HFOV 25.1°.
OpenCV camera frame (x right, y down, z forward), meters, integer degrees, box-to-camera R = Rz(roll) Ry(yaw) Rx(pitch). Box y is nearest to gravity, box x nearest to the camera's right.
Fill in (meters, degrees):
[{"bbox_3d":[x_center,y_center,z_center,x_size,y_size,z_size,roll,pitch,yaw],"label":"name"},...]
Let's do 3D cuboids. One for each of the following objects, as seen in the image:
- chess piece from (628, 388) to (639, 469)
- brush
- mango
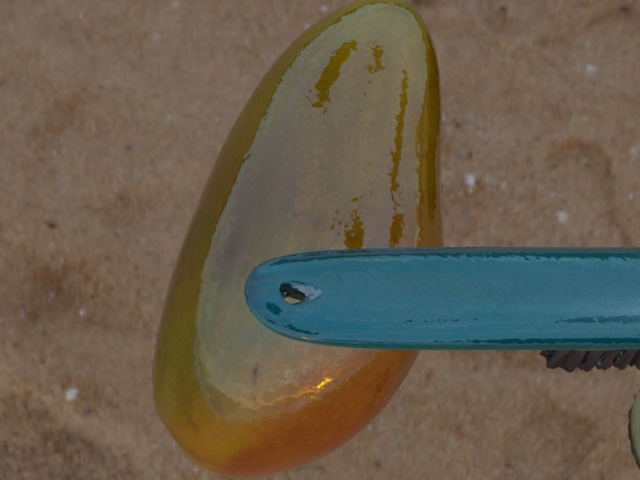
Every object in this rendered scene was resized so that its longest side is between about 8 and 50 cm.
[{"bbox_3d":[0.234,0.053,0.645,0.090,0.200,0.090,20,47,-22],"label":"chess piece"},{"bbox_3d":[0.063,0.025,0.467,0.193,0.032,0.043,0,48,-25],"label":"brush"},{"bbox_3d":[0.000,0.000,0.714,0.138,0.113,0.253,18,86,43],"label":"mango"}]
